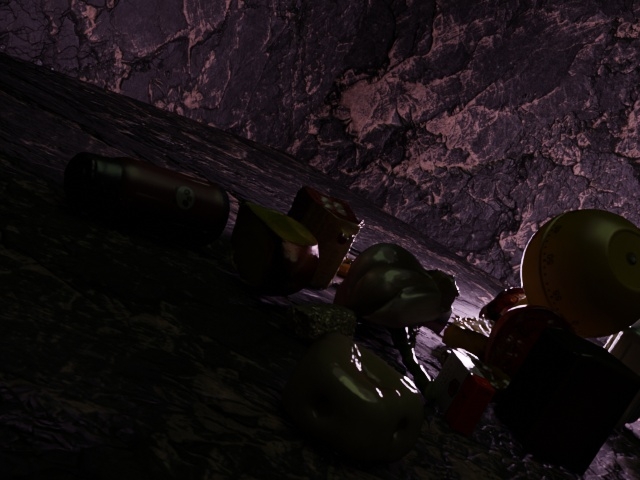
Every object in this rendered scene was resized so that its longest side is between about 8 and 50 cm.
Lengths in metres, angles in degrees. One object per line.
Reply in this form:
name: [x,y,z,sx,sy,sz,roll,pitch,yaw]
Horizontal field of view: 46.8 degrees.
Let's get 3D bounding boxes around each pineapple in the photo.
pineapple: [0.424,0.275,1.914,0.237,0.114,0.186,12,17,-25]

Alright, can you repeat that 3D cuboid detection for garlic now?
garlic: [0.148,0.125,1.670,0.292,0.210,0.237,0,42,-16]

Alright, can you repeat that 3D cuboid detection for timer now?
timer: [0.681,0.094,1.966,0.376,0.376,0.387,24,-23,-20]

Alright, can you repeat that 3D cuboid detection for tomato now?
tomato: [0.483,0.265,1.753,0.200,0.233,0.139,23,-2,-4]

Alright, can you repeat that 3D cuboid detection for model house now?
model house: [0.000,0.000,1.860,0.160,0.196,0.254,24,13,-19]

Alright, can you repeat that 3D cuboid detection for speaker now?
speaker: [0.498,0.317,1.496,0.193,0.230,0.153,25,11,-16]

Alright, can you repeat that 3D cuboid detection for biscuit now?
biscuit: [0.005,0.162,1.447,0.082,0.070,0.168,25,9,37]

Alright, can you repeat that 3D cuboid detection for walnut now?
walnut: [0.343,0.301,1.631,0.170,0.069,0.143,32,13,29]

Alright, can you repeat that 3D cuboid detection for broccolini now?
broccolini: [0.209,0.234,1.586,0.079,0.074,0.392,19,11,-11]

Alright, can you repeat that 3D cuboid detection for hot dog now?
hot dog: [0.100,0.084,2.085,0.188,0.055,0.072,19,12,-36]

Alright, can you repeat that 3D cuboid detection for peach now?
peach: [-0.083,0.038,1.550,0.154,0.158,0.267,8,18,-33]

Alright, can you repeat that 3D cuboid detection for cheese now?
cheese: [0.053,0.234,1.096,0.218,0.117,0.235,27,14,-15]

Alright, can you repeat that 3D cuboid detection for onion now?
onion: [0.599,0.270,2.173,0.272,0.195,0.272,-5,30,3]

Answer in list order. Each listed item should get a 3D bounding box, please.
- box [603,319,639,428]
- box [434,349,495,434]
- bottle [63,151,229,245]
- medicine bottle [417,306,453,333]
box: [0.826,0.354,1.987,0.175,0.311,0.182,33,20,24]
box: [0.268,0.288,1.417,0.048,0.100,0.152,23,11,-12]
bottle: [-0.358,-0.094,1.527,0.336,0.144,0.144,18,14,-41]
medicine bottle: [0.234,0.161,1.877,0.188,0.119,0.094,27,7,1]
